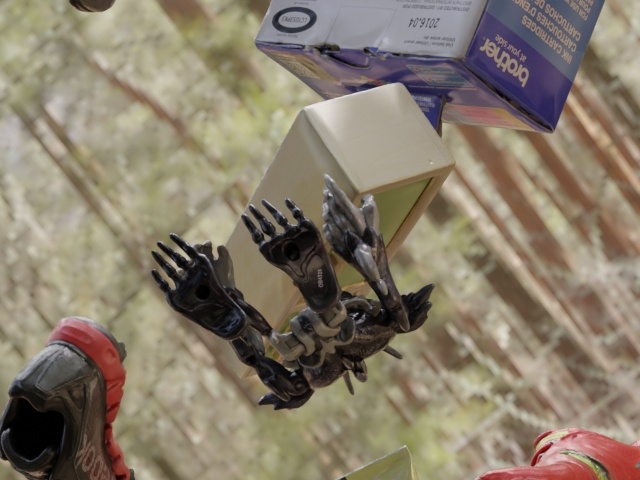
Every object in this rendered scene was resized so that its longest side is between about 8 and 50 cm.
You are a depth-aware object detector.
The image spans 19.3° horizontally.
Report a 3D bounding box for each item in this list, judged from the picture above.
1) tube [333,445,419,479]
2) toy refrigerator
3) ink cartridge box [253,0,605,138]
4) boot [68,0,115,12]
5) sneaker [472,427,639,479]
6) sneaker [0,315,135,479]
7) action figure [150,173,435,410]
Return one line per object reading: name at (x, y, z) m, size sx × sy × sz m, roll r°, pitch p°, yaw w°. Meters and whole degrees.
tube at (0.065, 0.249, 1.202) m, size 0.062 × 0.240 × 0.070 m, roll -9°, pitch 24°, yaw 49°
toy refrigerator at (0.000, 0.000, 1.520) m, size 0.102 × 0.094 × 0.269 m, roll -17°, pitch -25°, yaw -35°
ink cartridge box at (0.116, -0.251, 1.661) m, size 0.270 × 0.151 × 0.395 m, roll 11°, pitch 73°, yaw 48°
boot at (-0.149, -0.319, 1.737) m, size 0.161 × 0.246 × 0.083 m, roll 15°, pitch 15°, yaw 19°
sneaker at (0.209, 0.217, 1.635) m, size 0.107 × 0.279 × 0.118 m, roll -52°, pitch 52°, yaw 26°
sneaker at (-0.252, 0.212, 1.834) m, size 0.097 × 0.276 × 0.135 m, roll 21°, pitch 39°, yaw 26°
action figure at (-0.015, 0.034, 1.356) m, size 0.164 × 0.141 × 0.276 m, roll -29°, pitch -20°, yaw 7°
